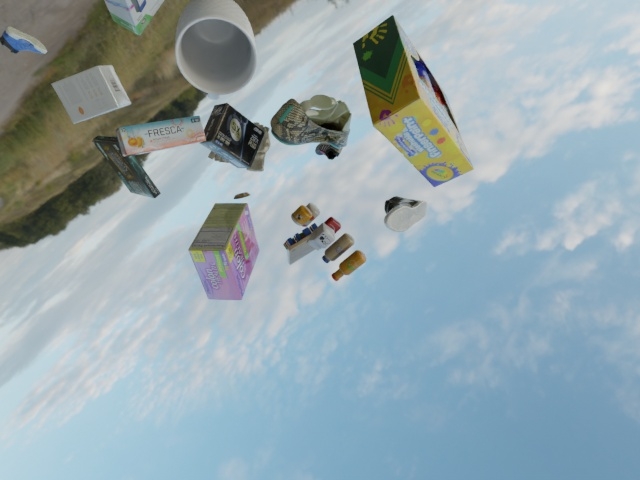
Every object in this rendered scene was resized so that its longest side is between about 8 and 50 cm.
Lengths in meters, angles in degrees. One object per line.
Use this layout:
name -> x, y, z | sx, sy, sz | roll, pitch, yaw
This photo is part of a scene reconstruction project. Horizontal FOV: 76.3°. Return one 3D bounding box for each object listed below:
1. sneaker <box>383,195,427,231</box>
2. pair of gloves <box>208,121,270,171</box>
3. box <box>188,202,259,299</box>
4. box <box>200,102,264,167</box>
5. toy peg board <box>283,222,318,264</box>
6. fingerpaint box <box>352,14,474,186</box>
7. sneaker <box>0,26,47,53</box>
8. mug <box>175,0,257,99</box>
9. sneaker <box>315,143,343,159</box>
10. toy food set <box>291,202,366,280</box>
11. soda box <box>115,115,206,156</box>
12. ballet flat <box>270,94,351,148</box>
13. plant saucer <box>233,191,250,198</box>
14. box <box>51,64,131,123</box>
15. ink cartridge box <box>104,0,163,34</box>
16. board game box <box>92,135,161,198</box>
sneaker -> 0.303, -0.109, 1.659 | 0.147, 0.104, 0.296 | 14, -156, 38
pair of gloves -> -0.329, -0.403, 1.681 | 0.042, 0.240, 0.204 | -176, -81, -80
box -> -0.298, 0.032, 1.315 | 0.118, 0.213, 0.242 | 1, -141, 10
box -> -0.300, -0.354, 1.398 | 0.078, 0.180, 0.147 | 8, -107, 43
toy peg board -> -0.069, -0.004, 1.523 | 0.161, 0.079, 0.160 | -32, 163, -15
fingerpaint box -> 0.320, -0.444, 1.362 | 0.163, 0.445, 0.370 | -25, -123, 30
sneaker -> -1.166, -0.762, 1.595 | 0.085, 0.058, 0.152 | -33, 168, 16
mug -> -0.394, -0.713, 1.530 | 0.374, 0.277, 0.327 | 108, -25, -47
sneaker -> 0.032, -0.406, 1.867 | 0.171, 0.063, 0.074 | 2, -113, 44
toy food set -> 0.000, 0.000, 1.054 | 0.104, 0.232, 0.111 | -42, -151, 23
soda box -> -0.364, -0.240, 0.934 | 0.183, 0.062, 0.058 | -20, -163, -31
ballet flat -> 0.012, -0.425, 1.455 | 0.182, 0.164, 0.483 | -50, 165, 27
plant saucer -> -0.370, -0.212, 1.913 | 0.084, 0.015, 0.083 | -12, -164, 3
box -> -0.727, -0.467, 1.301 | 0.171, 0.130, 0.091 | -15, -156, 9
ink cartridge box -> -0.519, -0.703, 1.119 | 0.154, 0.093, 0.212 | -62, -174, -11
board game box -> -0.539, -0.203, 1.135 | 0.126, 0.186, 0.026 | 14, -128, 34
